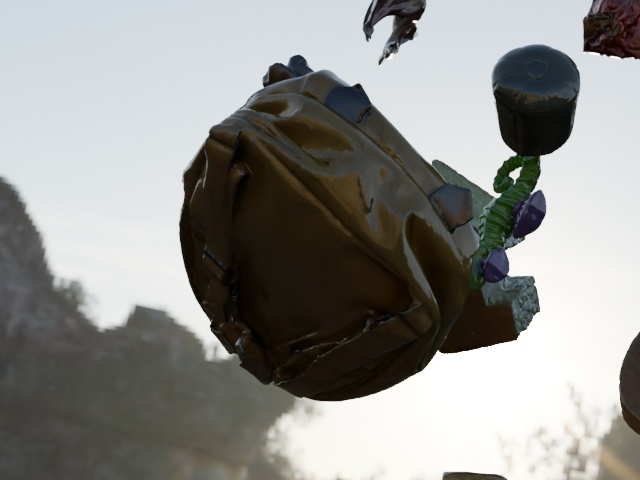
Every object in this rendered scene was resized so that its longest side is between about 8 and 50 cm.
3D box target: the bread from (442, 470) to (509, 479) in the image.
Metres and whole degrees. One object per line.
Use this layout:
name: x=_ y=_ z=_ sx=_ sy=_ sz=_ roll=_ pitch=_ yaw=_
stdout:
bread: x=0.163 y=0.285 z=1.803 sx=0.062 sy=0.043 sz=0.109 roll=10 pitch=-12 yaw=-35

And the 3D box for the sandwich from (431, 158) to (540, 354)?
sandwich: x=0.189 y=0.012 z=2.003 sx=0.128 sy=0.236 sz=0.122 roll=-11 pitch=9 yaw=31

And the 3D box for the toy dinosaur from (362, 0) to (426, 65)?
toy dinosaur: x=0.077 y=-0.206 z=1.425 sx=0.032 sy=0.108 sz=0.220 roll=31 pitch=7 yaw=14

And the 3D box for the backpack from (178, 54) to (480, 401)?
backpack: x=-0.005 y=0.001 z=1.673 sx=0.353 sy=0.201 sz=0.378 roll=51 pitch=-37 yaw=5

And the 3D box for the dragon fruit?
dragon fruit: x=0.352 y=-0.255 z=1.789 sx=0.106 sy=0.083 sz=0.162 roll=-31 pitch=33 yaw=-32

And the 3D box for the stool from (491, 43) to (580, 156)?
stool: x=0.231 y=-0.149 z=1.697 sx=0.096 sy=0.096 sz=0.110 roll=9 pitch=-35 yaw=14

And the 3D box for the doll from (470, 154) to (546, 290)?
doll: x=0.194 y=-0.018 z=1.743 sx=0.050 sy=0.190 sz=0.115 roll=37 pitch=-13 yaw=-28

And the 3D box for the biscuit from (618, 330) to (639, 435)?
biscuit: x=0.627 y=0.173 z=2.267 sx=0.385 sy=0.365 sz=0.062 roll=1 pitch=-42 yaw=32
